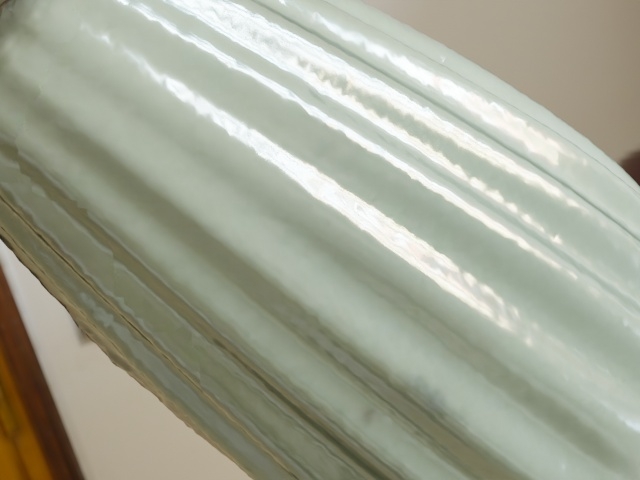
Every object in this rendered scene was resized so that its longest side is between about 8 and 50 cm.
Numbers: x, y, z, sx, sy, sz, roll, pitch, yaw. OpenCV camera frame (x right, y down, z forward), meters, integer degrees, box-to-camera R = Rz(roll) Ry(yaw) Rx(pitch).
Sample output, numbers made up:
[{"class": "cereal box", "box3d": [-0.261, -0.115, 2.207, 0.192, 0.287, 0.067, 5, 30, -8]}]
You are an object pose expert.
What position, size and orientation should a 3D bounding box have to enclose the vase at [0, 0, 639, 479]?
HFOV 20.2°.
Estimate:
[{"class": "vase", "box3d": [0.000, 0.000, 0.448, 0.128, 0.248, 0.128, -26, 46, 30]}]
